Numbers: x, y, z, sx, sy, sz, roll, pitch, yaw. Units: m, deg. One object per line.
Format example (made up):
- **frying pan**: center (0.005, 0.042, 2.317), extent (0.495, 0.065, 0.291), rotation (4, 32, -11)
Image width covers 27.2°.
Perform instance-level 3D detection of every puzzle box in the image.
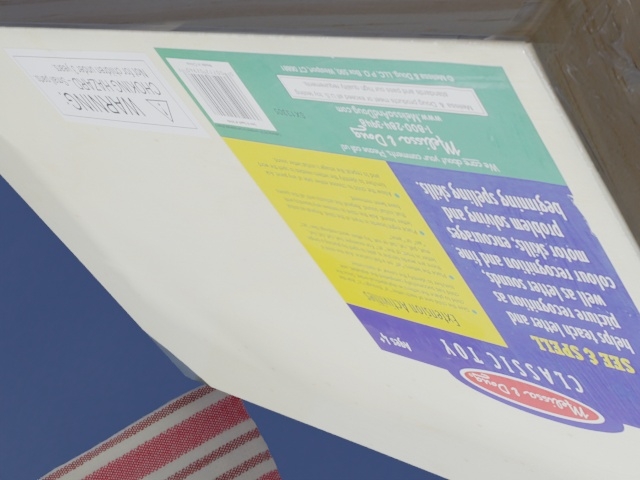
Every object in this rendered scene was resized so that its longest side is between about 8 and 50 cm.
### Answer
- **puzzle box**: center (0.000, 0.000, 0.534), extent (0.052, 0.409, 0.272), rotation (-51, -54, -21)

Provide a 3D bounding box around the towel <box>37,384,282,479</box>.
- **towel**: center (-0.074, 0.195, 0.777), extent (0.144, 0.029, 0.197), rotation (-28, -81, -20)
